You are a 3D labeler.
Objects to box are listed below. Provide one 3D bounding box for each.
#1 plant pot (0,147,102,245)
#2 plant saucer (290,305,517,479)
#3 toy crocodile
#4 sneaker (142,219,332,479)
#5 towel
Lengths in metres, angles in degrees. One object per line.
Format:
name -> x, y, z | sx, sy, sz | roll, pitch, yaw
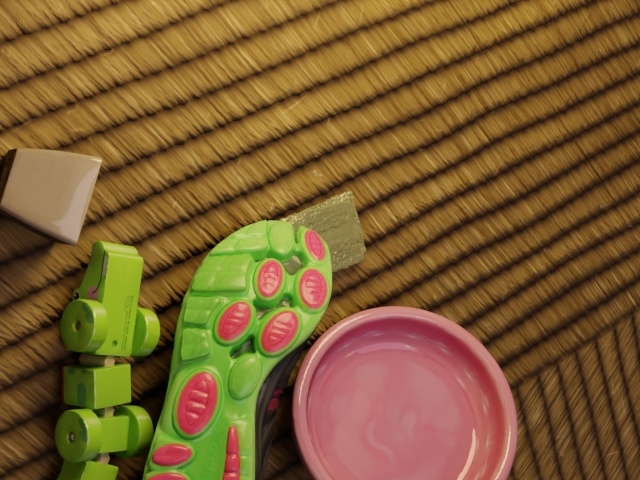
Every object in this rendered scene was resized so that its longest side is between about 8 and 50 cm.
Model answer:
plant pot -> -0.333, -0.060, 1.454 | 0.096, 0.109, 0.109 | 18, 85, -24
plant saucer -> 0.114, 0.260, 1.744 | 0.332, 0.084, 0.332 | 6, 66, -13
toy crocodile -> -0.280, 0.170, 1.524 | 0.115, 0.105, 0.340 | 5, 90, -52
sneaker -> -0.124, 0.188, 1.598 | 0.185, 0.202, 0.482 | 23, 69, -3
towel -> 0.000, 0.000, 1.743 | 0.148, 0.027, 0.110 | -24, 109, -32
